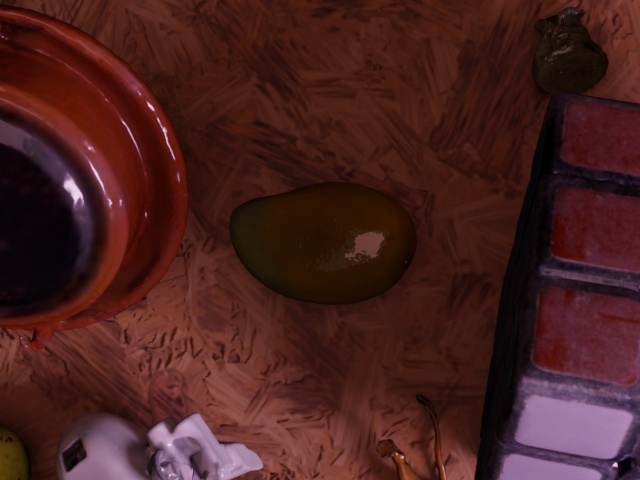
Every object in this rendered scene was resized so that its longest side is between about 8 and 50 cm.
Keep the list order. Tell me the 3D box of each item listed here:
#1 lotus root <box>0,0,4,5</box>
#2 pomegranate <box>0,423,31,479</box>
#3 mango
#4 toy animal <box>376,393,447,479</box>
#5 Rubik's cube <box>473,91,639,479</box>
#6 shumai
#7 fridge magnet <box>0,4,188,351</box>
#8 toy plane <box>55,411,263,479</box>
[{"bbox_3d":[-0.474,-0.274,1.173,0.310,0.183,0.182,-22,84,6],"label":"lotus root"},{"bbox_3d":[-0.365,0.237,1.150,0.130,0.130,0.130,0,86,6],"label":"pomegranate"},{"bbox_3d":[0.000,0.000,1.141,0.195,0.092,0.130,13,89,11],"label":"mango"},{"bbox_3d":[0.120,0.283,1.116,0.114,0.116,0.255,-2,71,18],"label":"toy animal"},{"bbox_3d":[0.305,0.097,0.949,0.304,0.301,0.305,12,53,8],"label":"Rubik's cube"},{"bbox_3d":[0.248,-0.198,1.155,0.083,0.082,0.080,-16,46,-8],"label":"shumai"},{"bbox_3d":[-0.309,-0.055,1.092,0.364,0.155,0.363,3,121,6],"label":"fridge magnet"},{"bbox_3d":[-0.168,0.287,1.121,0.267,0.122,0.266,3,98,19],"label":"toy plane"}]
